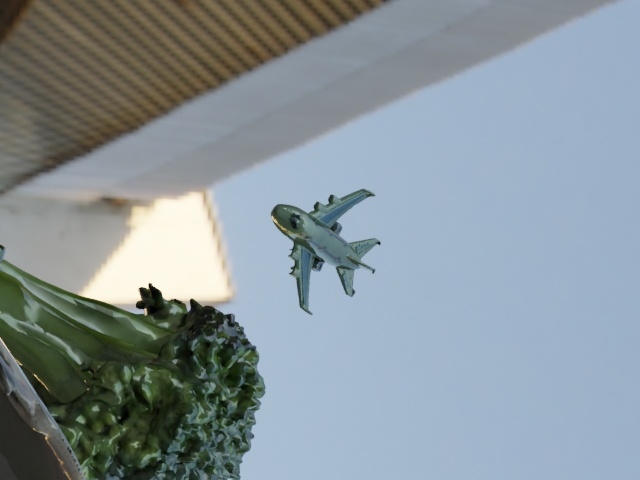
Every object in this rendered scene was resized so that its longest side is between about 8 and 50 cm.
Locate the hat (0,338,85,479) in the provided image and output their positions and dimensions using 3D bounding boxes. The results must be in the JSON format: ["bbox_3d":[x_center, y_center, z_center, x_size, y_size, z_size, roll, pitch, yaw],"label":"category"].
[{"bbox_3d":[-0.184,0.047,0.831,0.226,0.164,0.219,38,-59,-4],"label":"hat"}]

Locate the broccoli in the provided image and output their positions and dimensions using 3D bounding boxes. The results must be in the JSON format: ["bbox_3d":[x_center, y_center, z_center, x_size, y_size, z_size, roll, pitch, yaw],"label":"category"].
[{"bbox_3d":[-0.171,0.134,1.353,0.288,0.260,0.235,-31,-125,45],"label":"broccoli"}]

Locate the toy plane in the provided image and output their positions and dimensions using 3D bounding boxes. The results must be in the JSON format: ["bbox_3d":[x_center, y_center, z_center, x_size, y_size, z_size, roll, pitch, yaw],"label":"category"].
[{"bbox_3d":[-0.002,-0.001,1.042,0.033,0.083,0.080,21,-99,53],"label":"toy plane"}]
